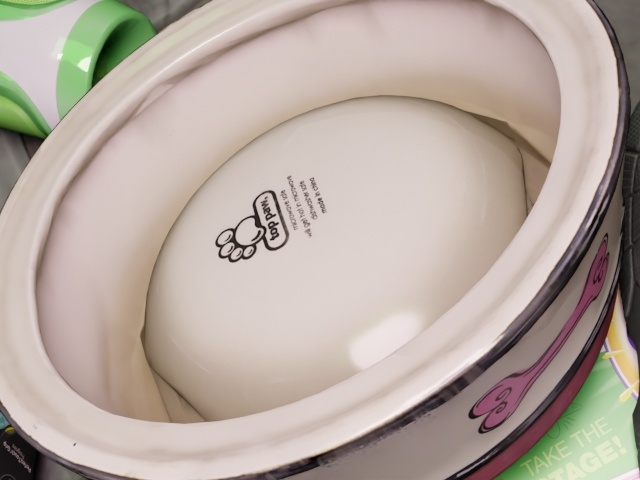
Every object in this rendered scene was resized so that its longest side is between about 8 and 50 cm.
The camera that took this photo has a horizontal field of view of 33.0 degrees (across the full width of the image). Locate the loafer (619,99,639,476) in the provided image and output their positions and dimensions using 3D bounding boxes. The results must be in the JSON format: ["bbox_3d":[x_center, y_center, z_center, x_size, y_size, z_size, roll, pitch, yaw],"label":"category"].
[{"bbox_3d":[0.228,0.043,0.632,0.084,0.096,0.267,2,76,-5],"label":"loafer"}]

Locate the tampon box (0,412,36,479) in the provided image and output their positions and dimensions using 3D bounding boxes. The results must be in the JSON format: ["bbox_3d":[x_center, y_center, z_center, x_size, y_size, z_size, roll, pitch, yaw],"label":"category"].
[{"bbox_3d":[-0.270,0.128,0.752,0.102,0.120,0.161,-14,47,11],"label":"tampon box"}]

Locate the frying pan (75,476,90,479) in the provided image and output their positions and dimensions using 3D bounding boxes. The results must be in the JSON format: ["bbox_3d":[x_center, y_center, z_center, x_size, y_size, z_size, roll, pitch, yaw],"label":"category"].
[{"bbox_3d":[-0.185,0.253,0.742,0.326,0.053,0.197,-10,60,21],"label":"frying pan"}]

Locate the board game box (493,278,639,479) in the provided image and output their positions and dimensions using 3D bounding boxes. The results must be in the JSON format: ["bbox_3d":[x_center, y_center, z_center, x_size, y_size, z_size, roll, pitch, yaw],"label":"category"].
[{"bbox_3d":[0.220,0.073,0.696,0.317,0.064,0.242,-31,65,2],"label":"board game box"}]

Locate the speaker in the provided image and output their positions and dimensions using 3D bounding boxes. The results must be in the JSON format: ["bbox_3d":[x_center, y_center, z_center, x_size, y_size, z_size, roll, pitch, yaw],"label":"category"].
[{"bbox_3d":[-0.285,-0.158,0.883,0.297,0.131,0.131,15,74,19],"label":"speaker"}]

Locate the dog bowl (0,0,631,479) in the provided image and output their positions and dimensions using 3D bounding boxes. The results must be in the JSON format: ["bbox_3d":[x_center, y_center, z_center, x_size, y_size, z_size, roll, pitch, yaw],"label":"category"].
[{"bbox_3d":[0.000,0.000,0.673,0.408,0.150,0.407,-16,46,17],"label":"dog bowl"}]
